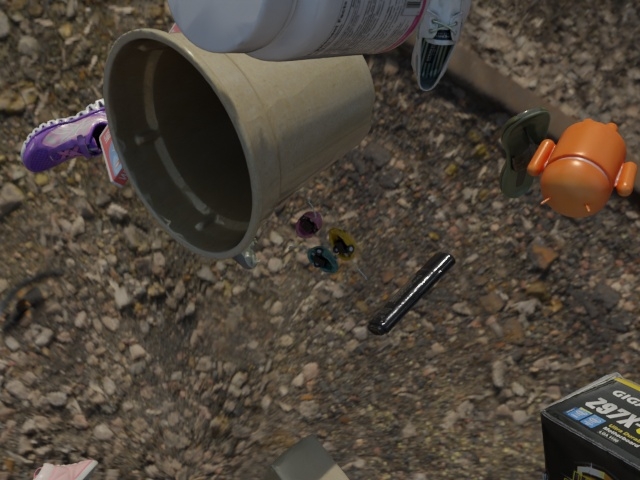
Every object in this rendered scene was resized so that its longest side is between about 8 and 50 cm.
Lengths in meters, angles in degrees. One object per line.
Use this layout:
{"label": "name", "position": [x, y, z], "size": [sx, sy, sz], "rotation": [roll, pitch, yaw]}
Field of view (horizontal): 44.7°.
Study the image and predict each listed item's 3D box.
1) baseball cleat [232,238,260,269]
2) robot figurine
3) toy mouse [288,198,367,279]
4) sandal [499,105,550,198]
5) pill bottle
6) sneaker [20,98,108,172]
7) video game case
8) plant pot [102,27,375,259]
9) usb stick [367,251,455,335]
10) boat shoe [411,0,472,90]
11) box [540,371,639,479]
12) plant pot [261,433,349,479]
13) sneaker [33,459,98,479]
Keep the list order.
{"label": "baseball cleat", "position": [-0.207, -0.018, 1.506], "size": [0.109, 0.072, 0.206], "rotation": [-24, 112, 20]}
{"label": "robot figurine", "position": [0.478, -0.130, 1.422], "size": [0.158, 0.128, 0.219], "rotation": [39, 56, -5]}
{"label": "toy mouse", "position": [0.000, 0.000, 1.318], "size": [0.031, 0.143, 0.161], "rotation": [-43, 111, -37]}
{"label": "sandal", "position": [0.484, -0.194, 1.800], "size": [0.120, 0.302, 0.086], "rotation": [-23, 53, -6]}
{"label": "pill bottle", "position": [-0.016, -0.273, 0.823], "size": [0.283, 0.160, 0.160], "rotation": [-21, 75, -50]}
{"label": "sneaker", "position": [-0.521, -0.210, 1.660], "size": [0.236, 0.095, 0.104], "rotation": [-31, 54, -12]}
{"label": "video game case", "position": [-0.289, -0.249, 1.348], "size": [0.025, 0.204, 0.285], "rotation": [29, 105, -33]}
{"label": "plant pot", "position": [-0.097, -0.187, 1.154], "size": [0.305, 0.334, 0.334], "rotation": [-32, 80, -36]}
{"label": "usb stick", "position": [0.223, 0.127, 1.885], "size": [0.278, 0.077, 0.045], "rotation": [-43, 109, -21]}
{"label": "boat shoe", "position": [0.192, -0.333, 1.216], "size": [0.083, 0.226, 0.075], "rotation": [2, 52, 0]}
{"label": "box", "position": [0.252, 0.247, 0.390], "size": [0.079, 0.322, 0.257], "rotation": [-15, 109, -25]}
{"label": "plant pot", "position": [-0.037, 0.392, 1.234], "size": [0.096, 0.109, 0.109], "rotation": [-7, 42, -43]}
{"label": "sneaker", "position": [-0.411, 0.373, 1.241], "size": [0.070, 0.134, 0.051], "rotation": [32, 103, 5]}
